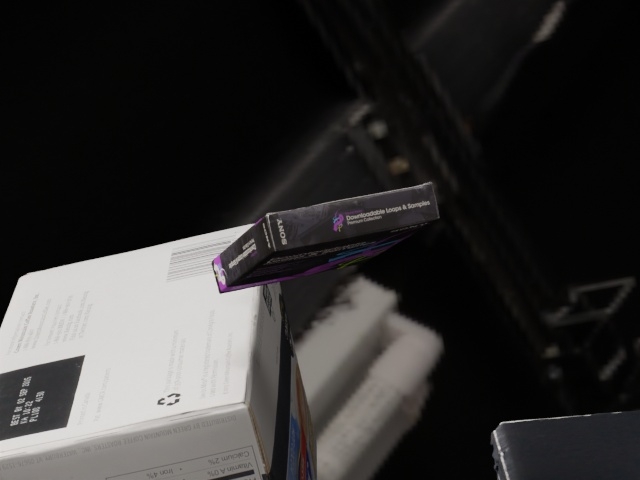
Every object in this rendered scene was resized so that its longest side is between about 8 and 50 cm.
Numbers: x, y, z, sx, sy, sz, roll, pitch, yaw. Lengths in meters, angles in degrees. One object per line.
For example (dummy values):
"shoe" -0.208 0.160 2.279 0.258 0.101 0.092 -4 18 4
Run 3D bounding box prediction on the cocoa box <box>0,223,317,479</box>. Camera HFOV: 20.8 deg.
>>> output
"cocoa box" -0.133 0.172 1.403 0.347 0.231 0.228 -91 -12 -68

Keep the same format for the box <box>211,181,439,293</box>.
"box" 0.000 0.000 1.172 0.116 0.162 0.029 -12 -99 -18

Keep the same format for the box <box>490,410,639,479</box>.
"box" 0.415 0.407 1.540 0.297 0.479 0.472 -92 -4 -74
